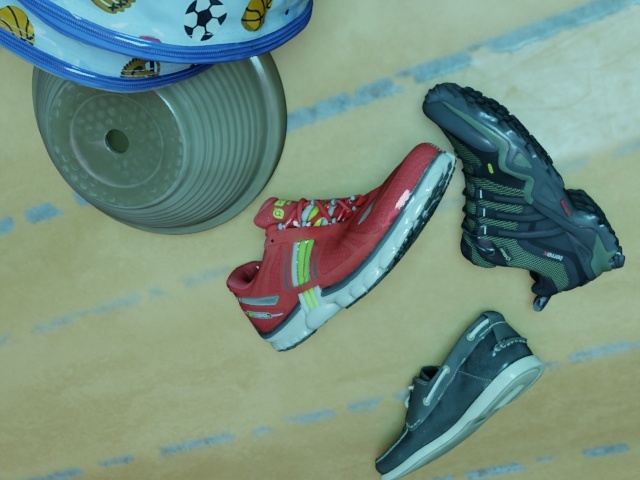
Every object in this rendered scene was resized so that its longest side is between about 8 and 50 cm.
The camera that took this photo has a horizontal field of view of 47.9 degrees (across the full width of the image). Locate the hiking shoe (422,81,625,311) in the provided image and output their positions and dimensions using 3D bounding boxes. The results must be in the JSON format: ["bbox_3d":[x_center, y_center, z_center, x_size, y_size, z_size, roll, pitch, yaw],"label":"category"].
[{"bbox_3d":[0.153,-0.031,0.616,0.227,0.086,0.114,44,113,-10],"label":"hiking shoe"}]

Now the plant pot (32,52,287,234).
[{"bbox_3d":[-0.154,-0.101,0.628,0.237,0.109,0.237,4,115,8],"label":"plant pot"}]

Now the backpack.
[{"bbox_3d":[-0.123,-0.217,0.463,0.263,0.276,0.213,31,136,17],"label":"backpack"}]

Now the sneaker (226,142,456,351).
[{"bbox_3d":[0.000,0.000,0.630,0.118,0.107,0.279,46,129,0],"label":"sneaker"}]

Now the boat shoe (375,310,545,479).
[{"bbox_3d":[0.126,0.166,0.731,0.079,0.084,0.233,54,127,27],"label":"boat shoe"}]
